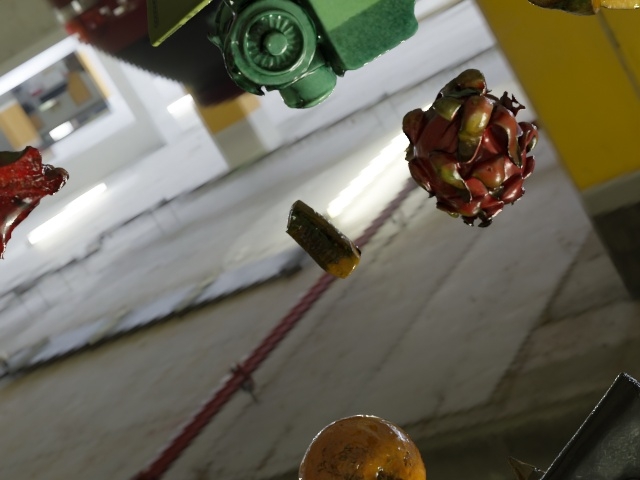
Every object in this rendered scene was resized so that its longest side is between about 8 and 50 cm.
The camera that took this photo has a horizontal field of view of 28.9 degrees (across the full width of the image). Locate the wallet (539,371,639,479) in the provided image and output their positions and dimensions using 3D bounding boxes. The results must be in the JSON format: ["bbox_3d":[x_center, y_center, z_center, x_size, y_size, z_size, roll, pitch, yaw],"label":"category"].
[{"bbox_3d":[0.482,0.395,2.100,0.318,0.172,0.045,-54,178,10],"label":"wallet"}]

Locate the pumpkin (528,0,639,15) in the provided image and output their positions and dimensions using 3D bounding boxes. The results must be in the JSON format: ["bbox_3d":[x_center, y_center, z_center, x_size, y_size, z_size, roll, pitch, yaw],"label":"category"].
[{"bbox_3d":[0.356,-0.403,1.839,0.258,0.095,0.290,33,-147,31],"label":"pumpkin"}]

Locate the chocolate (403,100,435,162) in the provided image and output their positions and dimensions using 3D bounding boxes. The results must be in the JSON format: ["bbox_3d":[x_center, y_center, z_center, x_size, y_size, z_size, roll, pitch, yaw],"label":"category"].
[{"bbox_3d":[0.290,-0.256,2.745,0.261,0.083,0.161,-41,159,-44],"label":"chocolate"}]

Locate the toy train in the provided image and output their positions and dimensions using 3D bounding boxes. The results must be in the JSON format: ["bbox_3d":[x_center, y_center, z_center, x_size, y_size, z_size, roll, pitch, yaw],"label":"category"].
[{"bbox_3d":[-0.037,-0.301,1.331,0.238,0.299,0.167,-30,-159,0],"label":"toy train"}]

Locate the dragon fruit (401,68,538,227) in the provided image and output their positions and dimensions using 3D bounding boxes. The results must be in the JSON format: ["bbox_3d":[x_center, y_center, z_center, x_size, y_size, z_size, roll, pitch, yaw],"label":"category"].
[{"bbox_3d":[0.265,-0.163,2.123,0.227,0.243,0.307,-55,-170,-15],"label":"dragon fruit"}]

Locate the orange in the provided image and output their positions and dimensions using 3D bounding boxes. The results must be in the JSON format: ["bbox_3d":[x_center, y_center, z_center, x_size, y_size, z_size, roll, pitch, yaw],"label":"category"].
[{"bbox_3d":[0.079,0.459,2.399,0.246,0.246,0.246,-29,-168,7],"label":"orange"}]

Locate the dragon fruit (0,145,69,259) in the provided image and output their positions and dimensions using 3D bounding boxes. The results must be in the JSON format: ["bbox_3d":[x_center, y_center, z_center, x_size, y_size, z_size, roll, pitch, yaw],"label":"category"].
[{"bbox_3d":[-0.566,-0.081,1.901,0.329,0.228,0.286,-41,-153,13],"label":"dragon fruit"}]

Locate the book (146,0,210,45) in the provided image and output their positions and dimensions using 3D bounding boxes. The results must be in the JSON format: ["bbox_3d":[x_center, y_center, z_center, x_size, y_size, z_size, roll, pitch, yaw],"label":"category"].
[{"bbox_3d":[-0.182,-0.480,1.958,0.035,0.239,0.352,10,158,-35],"label":"book"}]

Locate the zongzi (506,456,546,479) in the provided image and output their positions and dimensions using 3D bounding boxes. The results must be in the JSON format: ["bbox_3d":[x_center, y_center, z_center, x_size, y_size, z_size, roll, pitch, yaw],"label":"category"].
[{"bbox_3d":[0.409,0.512,2.392,0.176,0.078,0.160,20,-122,23],"label":"zongzi"}]

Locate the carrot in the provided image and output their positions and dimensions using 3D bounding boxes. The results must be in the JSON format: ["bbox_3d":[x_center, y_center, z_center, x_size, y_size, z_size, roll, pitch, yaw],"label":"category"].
[{"bbox_3d":[0.000,0.000,2.415,0.082,0.173,0.082,-52,-179,1],"label":"carrot"}]
